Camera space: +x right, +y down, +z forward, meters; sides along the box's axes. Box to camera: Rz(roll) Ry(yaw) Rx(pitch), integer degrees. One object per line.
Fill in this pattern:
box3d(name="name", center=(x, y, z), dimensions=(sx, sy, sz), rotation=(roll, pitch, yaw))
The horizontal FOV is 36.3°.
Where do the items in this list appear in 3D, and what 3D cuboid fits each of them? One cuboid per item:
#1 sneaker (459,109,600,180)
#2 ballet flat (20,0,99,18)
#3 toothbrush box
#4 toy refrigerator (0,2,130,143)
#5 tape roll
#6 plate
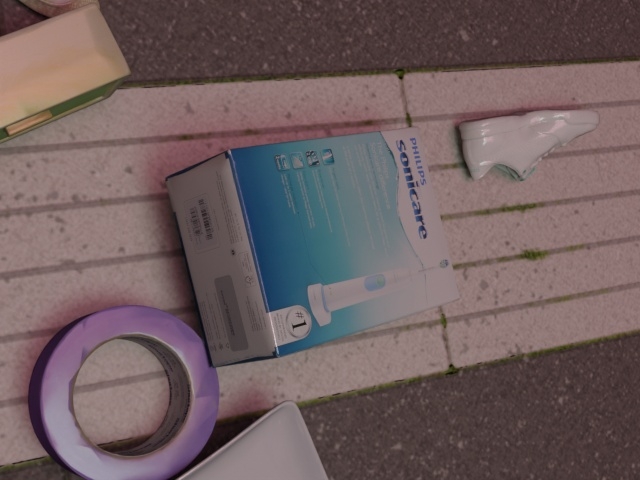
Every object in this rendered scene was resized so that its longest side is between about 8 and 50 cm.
box3d(name="sneaker", center=(0.285, -0.129, 1.327), dimensions=(0.212, 0.080, 0.094), rotation=(-10, 99, -19))
box3d(name="ballet flat", center=(-0.319, -0.288, 1.065), dimensions=(0.168, 0.052, 0.057), rotation=(23, 73, -21))
box3d(name="toothbrush box", center=(0.000, 0.000, 1.096), dimensions=(0.295, 0.126, 0.216), rotation=(-14, 89, -42))
box3d(name="toy refrigerator", center=(-0.340, -0.144, 1.008), dimensions=(0.269, 0.102, 0.094), rotation=(-29, 95, -27))
box3d(name="tape roll", center=(-0.208, 0.165, 1.038), dimensions=(0.189, 0.080, 0.189), rotation=(4, 81, -26))
box3d(name="plate", center=(-0.096, 0.351, 1.057), dimensions=(0.277, 0.045, 0.278), rotation=(-32, 111, -26))
